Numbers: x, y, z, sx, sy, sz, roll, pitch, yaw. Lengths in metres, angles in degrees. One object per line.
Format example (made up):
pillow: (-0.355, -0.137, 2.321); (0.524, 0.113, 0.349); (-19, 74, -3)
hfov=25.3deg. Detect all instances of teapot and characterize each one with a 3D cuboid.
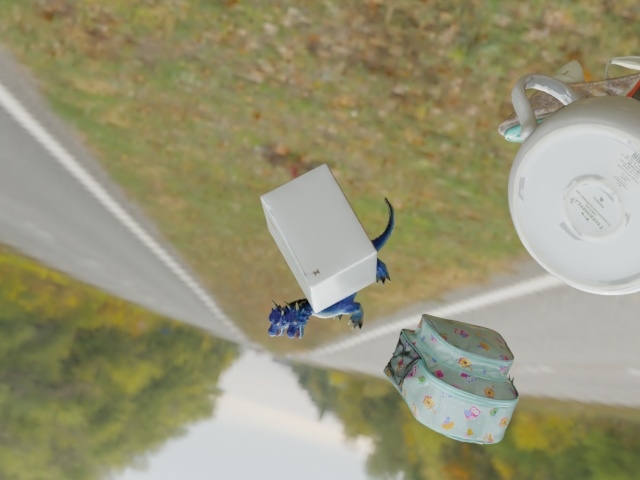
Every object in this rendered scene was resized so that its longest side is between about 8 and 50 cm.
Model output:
teapot: (0.355, -0.070, 1.706); (0.253, 0.256, 0.187); (2, -158, 31)

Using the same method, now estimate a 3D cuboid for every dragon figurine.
dragon figurine: (0.030, 0.048, 2.259); (0.085, 0.289, 0.144); (29, 176, 43)

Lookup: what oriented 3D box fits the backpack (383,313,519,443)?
backpack: (0.197, 0.199, 2.031); (0.166, 0.144, 0.188); (16, -153, -21)

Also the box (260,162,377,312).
box: (0.000, 0.000, 1.749); (0.130, 0.091, 0.170); (61, 175, 12)

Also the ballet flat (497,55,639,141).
ballet flat: (0.412, -0.215, 2.110); (0.316, 0.106, 0.107); (-7, 163, -3)

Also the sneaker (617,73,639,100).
sneaker: (0.433, -0.192, 1.796); (0.065, 0.158, 0.061); (42, -172, 31)
